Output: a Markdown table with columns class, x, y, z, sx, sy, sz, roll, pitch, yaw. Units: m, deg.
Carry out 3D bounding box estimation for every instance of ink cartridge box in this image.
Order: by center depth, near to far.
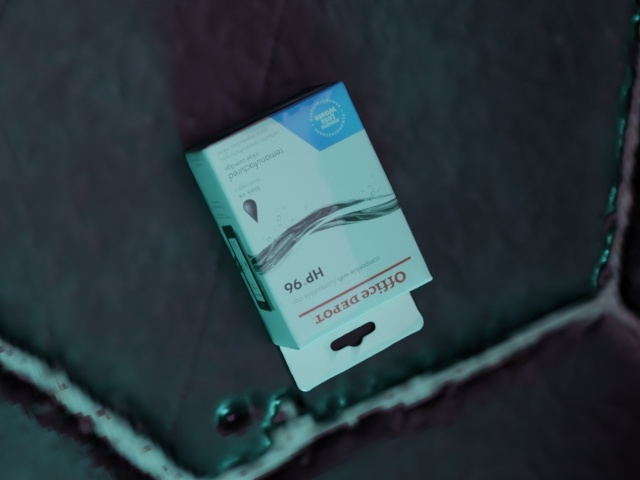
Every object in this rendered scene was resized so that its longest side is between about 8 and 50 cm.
| class | x | y | z | sx | sy | sz | roll | pitch | yaw |
| --- | --- | --- | --- | --- | --- | --- | --- | --- | --- |
| ink cartridge box | 0.000 | 0.000 | 0.545 | 0.048 | 0.028 | 0.083 | -28 | 99 | -15 |
